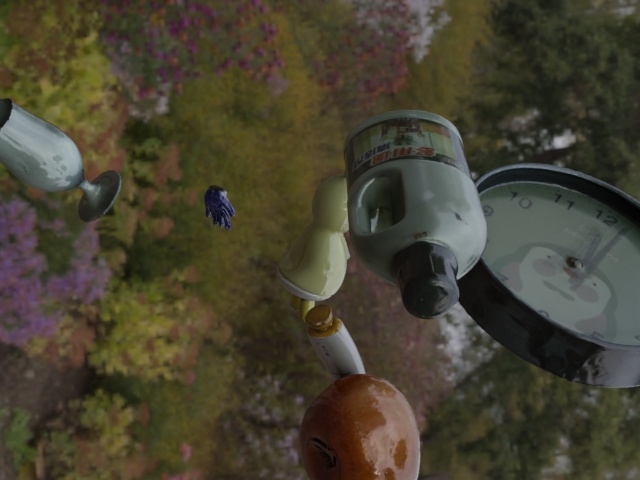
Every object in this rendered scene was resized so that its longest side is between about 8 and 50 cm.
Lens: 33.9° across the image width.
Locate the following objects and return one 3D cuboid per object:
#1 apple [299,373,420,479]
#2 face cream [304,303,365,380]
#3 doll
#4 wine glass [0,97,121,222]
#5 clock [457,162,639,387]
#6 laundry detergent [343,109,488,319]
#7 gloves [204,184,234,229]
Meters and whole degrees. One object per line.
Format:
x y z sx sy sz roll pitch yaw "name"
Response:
0.060 0.339 1.718 0.210 0.173 0.235 -26 -108 51 "apple"
0.028 0.186 1.772 0.051 0.072 0.182 -61 138 -40 "face cream"
0.011 0.003 1.892 0.296 0.117 0.141 -63 -157 16 "doll"
-0.381 -0.112 1.466 0.202 0.093 0.093 38 32 -38 "wine glass"
0.299 0.030 1.235 0.319 0.318 0.066 -96 -159 -47 "clock"
0.069 -0.020 0.774 0.226 0.099 0.070 -91 -174 -57 "laundry detergent"
-0.184 -0.057 1.908 0.026 0.064 0.086 -39 146 -42 "gloves"
